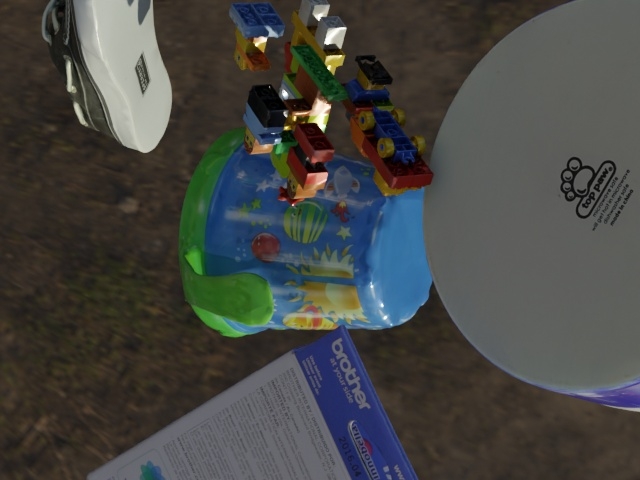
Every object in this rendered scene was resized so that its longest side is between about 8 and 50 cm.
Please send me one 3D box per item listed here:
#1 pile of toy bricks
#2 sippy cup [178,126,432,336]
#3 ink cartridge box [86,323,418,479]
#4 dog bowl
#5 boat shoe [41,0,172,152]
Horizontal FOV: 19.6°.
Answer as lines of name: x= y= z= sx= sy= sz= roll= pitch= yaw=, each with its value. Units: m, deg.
pile of toy bricks: x=-0.012 y=-0.077 z=1.312 sx=0.118 sy=0.212 sz=0.105 roll=-5 pitch=131 yaw=-26
sippy cup: x=0.000 y=0.000 z=2.013 sx=0.240 sy=0.224 sz=0.305 roll=56 pitch=50 yaw=-48
ink cartridge box: x=-0.025 y=0.187 z=1.253 sx=0.065 sy=0.311 sz=0.186 roll=-16 pitch=77 yaw=-43
dog bowl: x=0.200 y=-0.024 z=1.213 sx=0.104 sy=0.265 sz=0.265 roll=16 pitch=90 yaw=-50
boat shoe: x=-0.156 y=-0.137 z=1.278 sx=0.070 sy=0.219 sz=0.078 roll=17 pitch=60 yaw=14
